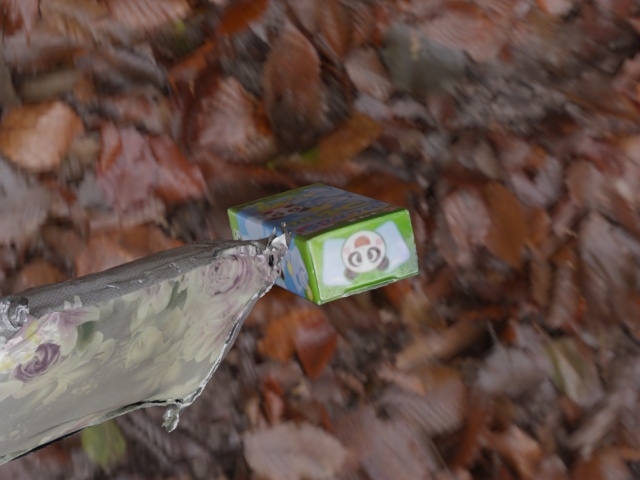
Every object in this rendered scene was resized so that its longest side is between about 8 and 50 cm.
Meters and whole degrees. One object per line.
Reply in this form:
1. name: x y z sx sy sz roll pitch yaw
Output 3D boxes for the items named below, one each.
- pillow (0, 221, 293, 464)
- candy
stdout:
1. pillow: -0.129 0.059 1.081 0.059 0.255 0.169 47 123 20
2. candy: 0.000 0.000 1.602 0.097 0.194 0.062 -16 104 -20
